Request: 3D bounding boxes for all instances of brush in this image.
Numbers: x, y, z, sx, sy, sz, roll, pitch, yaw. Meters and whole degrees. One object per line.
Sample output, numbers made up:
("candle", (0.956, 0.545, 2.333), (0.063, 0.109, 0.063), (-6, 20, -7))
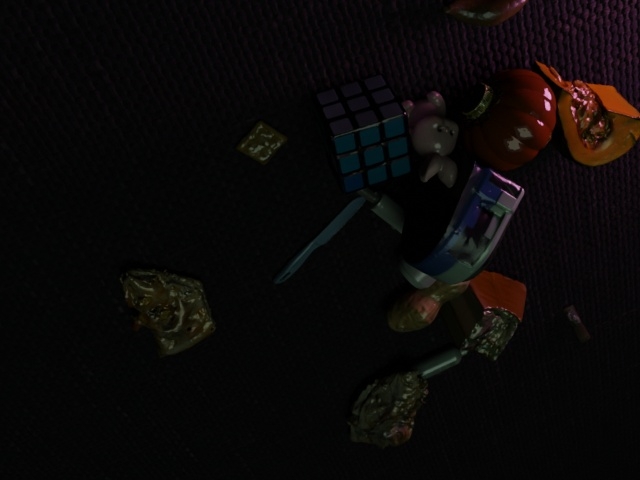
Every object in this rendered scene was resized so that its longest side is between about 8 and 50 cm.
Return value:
("brush", (0.750, 0.250, 2.412), (0.034, 0.027, 0.190), (-31, 133, 10))

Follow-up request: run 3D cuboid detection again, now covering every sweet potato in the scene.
("sweet potato", (0.358, -0.466, 1.646), (0.249, 0.059, 0.069), (-17, 95, -7))

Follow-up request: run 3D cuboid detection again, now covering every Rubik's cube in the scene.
("Rubik's cube", (0.086, -0.219, 1.693), (0.160, 0.163, 0.162), (-18, 136, -3))

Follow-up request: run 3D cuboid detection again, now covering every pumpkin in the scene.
("pumpkin", (0.593, -0.294, 1.822), (0.190, 0.139, 0.280), (-25, 135, 5))

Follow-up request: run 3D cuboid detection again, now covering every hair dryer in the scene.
("hair dryer", (0.187, -0.036, 1.942), (0.357, 0.107, 0.173), (37, 108, -29))

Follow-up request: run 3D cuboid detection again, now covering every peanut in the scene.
("peanut", (0.275, 0.142, 2.097), (0.263, 0.117, 0.101), (-43, 138, 13))

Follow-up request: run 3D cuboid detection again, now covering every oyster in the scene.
("oyster", (0.184, 0.490, 2.336), (0.201, 0.107, 0.354), (13, 125, -3))

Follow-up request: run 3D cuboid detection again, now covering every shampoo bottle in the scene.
("shampoo bottle", (0.348, 0.332, 2.321), (0.195, 0.056, 0.056), (-26, 132, 2))

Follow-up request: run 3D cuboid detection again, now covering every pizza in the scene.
("pizza", (-0.353, 0.156, 1.914), (0.189, 0.071, 0.297), (-20, 132, -1))

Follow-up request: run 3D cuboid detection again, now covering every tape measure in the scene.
("tape measure", (0.291, -0.039, 1.779), (0.138, 0.259, 0.262), (21, 89, -15))

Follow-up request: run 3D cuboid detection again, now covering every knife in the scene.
("knife", (0.000, 0.000, 1.945), (0.313, 0.019, 0.044), (-45, 136, 19))

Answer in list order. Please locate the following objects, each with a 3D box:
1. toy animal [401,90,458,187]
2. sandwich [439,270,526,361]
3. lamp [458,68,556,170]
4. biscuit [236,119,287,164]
("toy animal", (0.242, -0.212, 1.722), (0.124, 0.212, 0.124), (-12, 139, -10))
("sandwich", (0.451, 0.200, 2.148), (0.227, 0.198, 0.155), (11, 124, -26))
("lamp", (0.389, -0.251, 1.732), (0.196, 0.223, 0.223), (27, 117, -23))
("biscuit", (-0.122, -0.203, 1.727), (0.081, 0.018, 0.083), (31, 113, -36))
